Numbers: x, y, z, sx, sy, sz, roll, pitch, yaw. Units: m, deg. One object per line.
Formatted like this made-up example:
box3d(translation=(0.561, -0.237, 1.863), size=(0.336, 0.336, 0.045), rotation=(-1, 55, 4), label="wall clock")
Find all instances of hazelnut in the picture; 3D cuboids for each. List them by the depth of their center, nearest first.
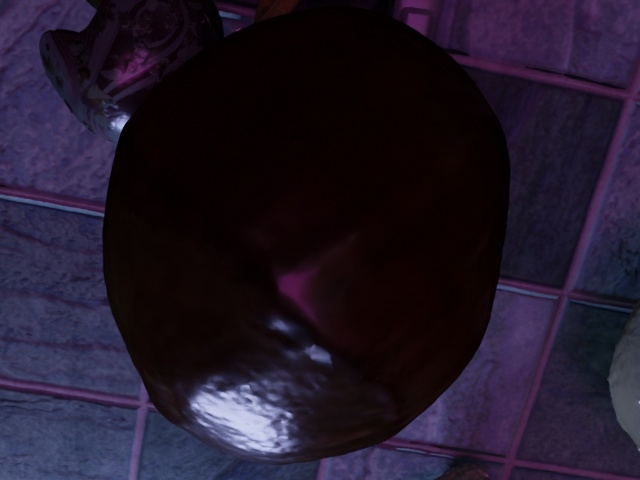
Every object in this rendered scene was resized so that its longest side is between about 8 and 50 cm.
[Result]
box3d(translation=(0.000, 0.000, 0.586), size=(0.421, 0.353, 0.420), rotation=(-20, 118, -43), label="hazelnut")

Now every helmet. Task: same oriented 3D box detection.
box3d(translation=(-0.170, -0.155, 0.617), size=(0.177, 0.153, 0.107), rotation=(-21, 76, 11), label="helmet")

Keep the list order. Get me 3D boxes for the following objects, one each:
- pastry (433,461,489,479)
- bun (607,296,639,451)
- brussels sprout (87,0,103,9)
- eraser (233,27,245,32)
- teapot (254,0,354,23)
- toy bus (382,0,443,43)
box3d(translation=(0.223, 0.415, 0.848), size=(0.121, 0.089, 0.258), rotation=(-31, 107, 11), label="pastry")
box3d(translation=(0.498, 0.119, 0.713), size=(0.364, 0.202, 0.364), rotation=(-1, 114, -2), label="bun")
box3d(translation=(-0.175, -0.282, 0.612), size=(0.155, 0.117, 0.155), rotation=(1, 102, 7), label="brussels sprout")
box3d(translation=(-0.050, -0.189, 0.691), size=(0.105, 0.026, 0.065), rotation=(17, 102, -7), label="eraser")
box3d(translation=(0.018, -0.335, 0.588), size=(0.203, 0.167, 0.311), rotation=(21, 126, -22), label="teapot")
box3d(translation=(0.095, -0.220, 0.661), size=(0.060, 0.075, 0.123), rotation=(7, 106, -4), label="toy bus")
